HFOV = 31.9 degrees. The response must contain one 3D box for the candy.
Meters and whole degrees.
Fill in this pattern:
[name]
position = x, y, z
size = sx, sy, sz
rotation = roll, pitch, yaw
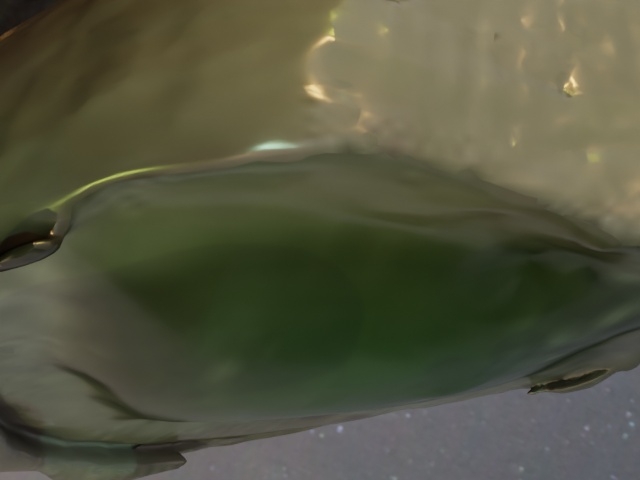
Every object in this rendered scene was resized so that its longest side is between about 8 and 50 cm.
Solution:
[candy]
position = 0.000, 0.000, 0.528
size = 0.427, 0.386, 0.186
rotation = 121, -41, -60
